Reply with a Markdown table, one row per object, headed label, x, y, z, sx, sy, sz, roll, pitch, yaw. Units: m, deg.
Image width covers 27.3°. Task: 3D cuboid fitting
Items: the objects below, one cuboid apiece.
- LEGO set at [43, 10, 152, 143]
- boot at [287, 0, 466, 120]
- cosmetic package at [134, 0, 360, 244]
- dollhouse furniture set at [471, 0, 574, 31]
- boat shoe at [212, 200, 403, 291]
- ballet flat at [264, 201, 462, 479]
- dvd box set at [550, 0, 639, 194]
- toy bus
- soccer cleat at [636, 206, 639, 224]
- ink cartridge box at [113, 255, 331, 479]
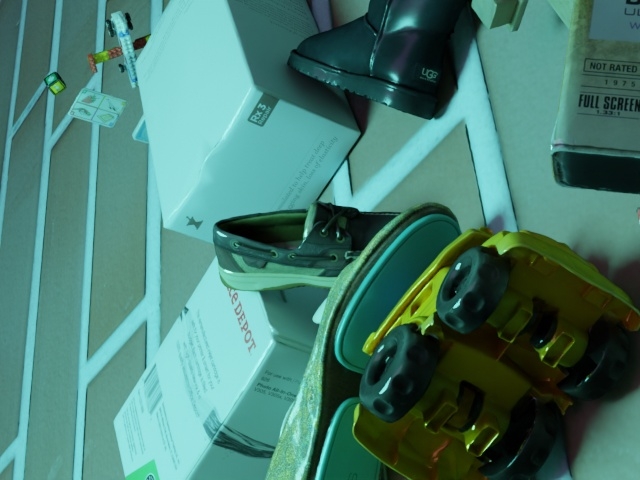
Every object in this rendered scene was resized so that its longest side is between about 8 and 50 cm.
| label | x | y | z | sx | sy | sz | roll | pitch | yaw |
| --- | --- | --- | --- | --- | --- | --- | --- | --- | --- |
| LEGO set | -0.254 | -0.218 | 1.841 | 0.182 | 0.244 | 0.060 | -55 | 43 | 23 |
| boot | 0.076 | -0.252 | 1.416 | 0.246 | 0.094 | 0.207 | 29 | 101 | 55 |
| cosmetic package | -0.103 | -0.179 | 1.632 | 0.217 | 0.156 | 0.385 | -54 | 32 | 27 |
| dollhouse furniture set | 0.299 | -0.220 | 1.044 | 0.303 | 0.173 | 0.356 | 62 | 159 | 25 |
| boat shoe | 0.000 | -0.001 | 1.287 | 0.223 | 0.073 | 0.080 | -7 | 39 | 15 |
| ballet flat | 0.028 | 0.123 | 1.226 | 0.123 | 0.123 | 0.349 | 20 | 92 | 62 |
| dvd box set | 0.316 | -0.219 | 0.793 | 0.062 | 0.307 | 0.421 | 62 | -144 | -67 |
| toy bus | 0.134 | 0.066 | 1.075 | 0.220 | 0.149 | 0.211 | -53 | 16 | 24 |
| soccer cleat | 0.271 | -0.037 | 0.998 | 0.083 | 0.029 | 0.036 | -59 | 38 | 25 |
| ink cartridge box | -0.093 | 0.167 | 1.407 | 0.289 | 0.121 | 0.211 | -57 | 30 | 22 |
